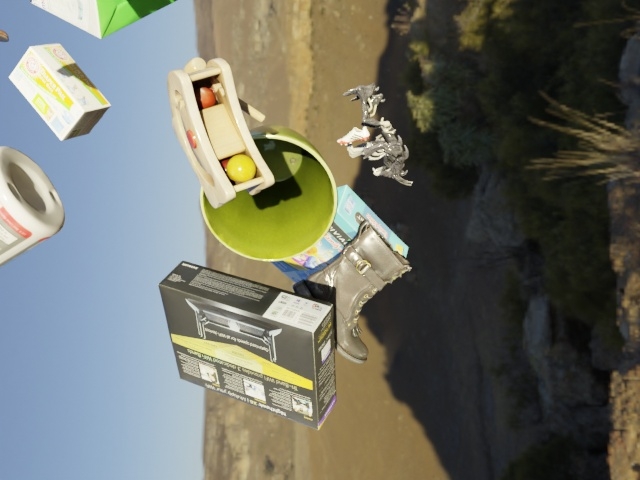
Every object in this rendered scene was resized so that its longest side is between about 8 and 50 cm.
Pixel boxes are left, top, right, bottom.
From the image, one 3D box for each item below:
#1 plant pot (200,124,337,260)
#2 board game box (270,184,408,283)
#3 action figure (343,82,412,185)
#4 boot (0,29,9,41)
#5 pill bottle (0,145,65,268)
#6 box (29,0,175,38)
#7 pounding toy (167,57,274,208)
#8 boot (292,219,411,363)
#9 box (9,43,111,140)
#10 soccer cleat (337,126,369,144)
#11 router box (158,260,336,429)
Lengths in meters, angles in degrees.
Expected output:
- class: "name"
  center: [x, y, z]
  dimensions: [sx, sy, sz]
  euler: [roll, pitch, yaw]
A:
- class: "plant pot"
  center: [-0.105, -0.143, 1.561]
  dimensions: [0.293, 0.275, 0.274]
  euler: [-92, 6, -64]
- class: "board game box"
  center: [0.000, 0.000, 1.728]
  dimensions: [0.336, 0.254, 0.079]
  euler: [-10, 49, 42]
- class: "action figure"
  center: [0.141, -0.256, 1.850]
  dimensions: [0.164, 0.141, 0.275]
  euler: [2, -113, -80]
- class: "boot"
  center: [-0.568, -0.413, 1.247]
  dimensions: [0.037, 0.106, 0.114]
  euler: [114, 180, -77]
- class: "pill bottle"
  center: [-0.571, -0.013, 1.139]
  dimensions: [0.161, 0.283, 0.161]
  euler: [58, -172, -13]
- class: "box"
  center: [-0.495, -0.603, 1.631]
  dimensions: [0.262, 0.231, 0.126]
  euler: [-46, -24, -39]
- class: "pounding toy"
  center: [-0.134, -0.191, 1.081]
  dimensions: [0.269, 0.155, 0.154]
  euler: [61, 157, 15]
- class: "boot"
  center: [0.094, 0.114, 1.496]
  dimensions: [0.263, 0.229, 0.091]
  euler: [53, -175, -22]
- class: "box"
  center: [-0.628, -0.360, 1.727]
  dimensions: [0.114, 0.203, 0.103]
  euler: [-41, 0, 29]
- class: "soccer cleat"
  center: [0.076, -0.249, 1.695]
  dimensions: [0.029, 0.083, 0.035]
  euler: [-46, -56, -56]
- class: "router box"
  center: [-0.126, 0.186, 1.284]
  dimensions: [0.081, 0.309, 0.243]
  euler: [-51, -32, -46]
